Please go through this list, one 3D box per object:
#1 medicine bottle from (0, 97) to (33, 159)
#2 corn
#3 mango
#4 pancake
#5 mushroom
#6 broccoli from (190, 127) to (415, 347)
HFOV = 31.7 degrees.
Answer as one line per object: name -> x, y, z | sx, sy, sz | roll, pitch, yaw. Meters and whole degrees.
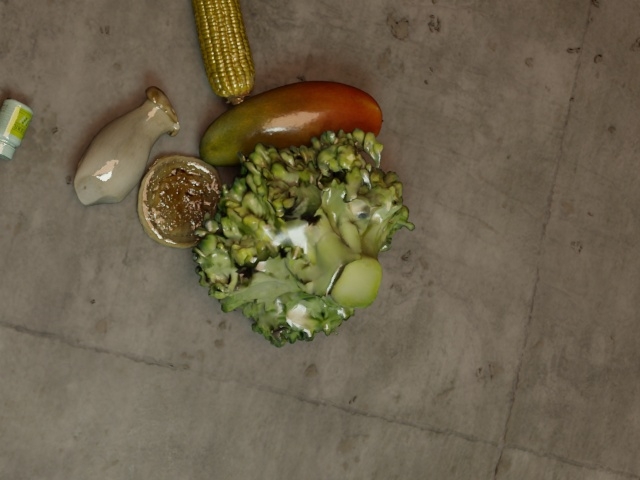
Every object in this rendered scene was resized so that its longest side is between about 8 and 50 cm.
medicine bottle -> -0.462, -0.165, 1.671 | 0.047, 0.047, 0.083 | 22, 79, -15
corn -> -0.155, -0.327, 1.768 | 0.080, 0.080, 0.238 | -12, 87, -18
mango -> -0.043, -0.179, 1.753 | 0.289, 0.146, 0.129 | -14, 98, -21
pancake -> -0.217, -0.062, 1.754 | 0.151, 0.025, 0.152 | 1, 87, -17
mushroom -> -0.293, -0.138, 1.703 | 0.097, 0.088, 0.212 | 46, 68, -19
broccoli -> -0.014, -0.007, 1.692 | 0.334, 0.272, 0.324 | 31, 66, -38
